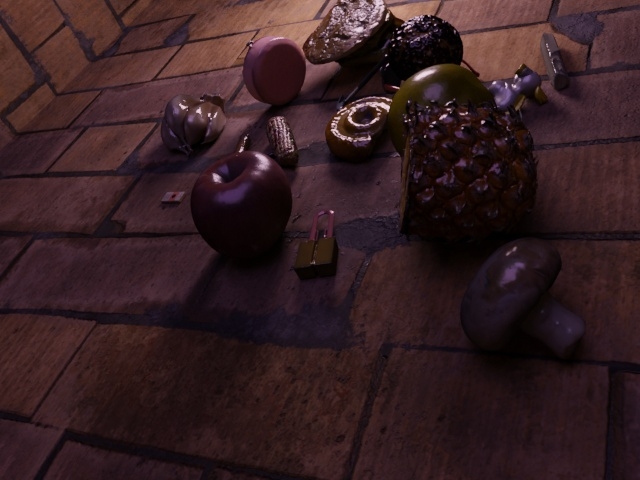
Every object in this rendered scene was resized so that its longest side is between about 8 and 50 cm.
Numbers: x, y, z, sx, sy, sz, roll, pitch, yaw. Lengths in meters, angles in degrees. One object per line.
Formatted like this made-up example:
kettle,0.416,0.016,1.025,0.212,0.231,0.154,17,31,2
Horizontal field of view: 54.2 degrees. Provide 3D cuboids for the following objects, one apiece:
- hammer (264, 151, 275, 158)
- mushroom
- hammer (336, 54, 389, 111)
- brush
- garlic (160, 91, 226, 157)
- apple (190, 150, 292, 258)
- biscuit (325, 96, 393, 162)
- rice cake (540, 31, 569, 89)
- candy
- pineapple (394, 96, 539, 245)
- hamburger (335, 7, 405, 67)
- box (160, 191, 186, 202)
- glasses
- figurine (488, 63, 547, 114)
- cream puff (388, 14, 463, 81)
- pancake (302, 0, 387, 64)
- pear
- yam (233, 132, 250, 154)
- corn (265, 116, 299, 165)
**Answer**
hammer,-0.164,-0.229,2.015,0.065,0.021,0.178,-23,40,2
mushroom,0.399,0.124,1.197,0.243,0.243,0.243,-15,41,13
hammer,0.140,-0.524,2.082,0.246,0.029,0.103,-46,26,22
brush,0.000,0.000,1.661,0.103,0.047,0.233,-10,41,19
garlic,-0.480,-0.431,2.339,0.237,0.210,0.292,29,52,6
apple,-0.212,-0.096,1.731,0.305,0.235,0.306,-13,39,11
biscuit,0.117,-0.356,1.950,0.213,0.091,0.274,4,50,28
rice cake,0.696,-0.540,1.866,0.052,0.057,0.256,-12,41,19
candy,-0.168,-0.617,2.256,0.255,0.255,0.094,-44,43,-20
pineapple,0.322,-0.157,1.417,0.300,0.352,0.352,-3,42,2
hamburger,0.174,-0.732,2.296,0.285,0.134,0.265,1,58,42
box,-0.495,-0.145,2.106,0.083,0.012,0.046,1,46,29
glasses,0.351,-0.545,2.012,0.234,0.118,0.268,-43,42,-21
figurine,0.550,-0.420,1.796,0.178,0.109,0.130,-27,61,4
cream puff,0.324,-0.591,1.925,0.239,0.165,0.239,-3,57,4
pancake,0.086,-0.761,2.243,0.356,0.065,0.356,-25,41,24
pear,0.317,-0.327,1.673,0.294,0.294,0.294,-15,41,13
yam,-0.276,-0.272,2.103,0.046,0.046,0.264,-9,42,19
corn,-0.125,-0.322,2.048,0.086,0.086,0.253,-24,42,3
